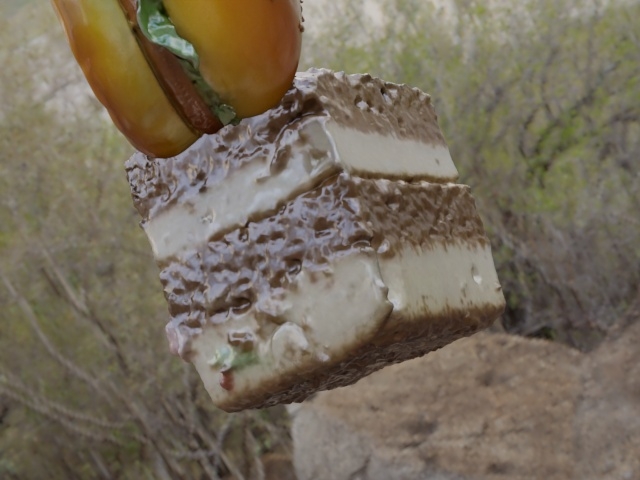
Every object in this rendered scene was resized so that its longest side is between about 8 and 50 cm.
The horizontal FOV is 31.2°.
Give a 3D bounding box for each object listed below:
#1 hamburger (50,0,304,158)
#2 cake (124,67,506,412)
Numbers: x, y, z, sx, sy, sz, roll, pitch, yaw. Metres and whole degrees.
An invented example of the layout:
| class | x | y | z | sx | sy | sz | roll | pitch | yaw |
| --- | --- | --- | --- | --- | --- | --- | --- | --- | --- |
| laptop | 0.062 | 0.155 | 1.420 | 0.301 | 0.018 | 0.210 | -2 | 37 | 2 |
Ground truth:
| class | x | y | z | sx | sy | sz | roll | pitch | yaw |
| --- | --- | --- | --- | --- | --- | --- | --- | --- | --- |
| hamburger | -0.105 | -0.192 | 0.878 | 0.169 | 0.246 | 0.246 | -24 | 15 | 3 |
| cake | 0.000 | 0.000 | 1.161 | 0.255 | 0.290 | 0.282 | -26 | -13 | 32 |
